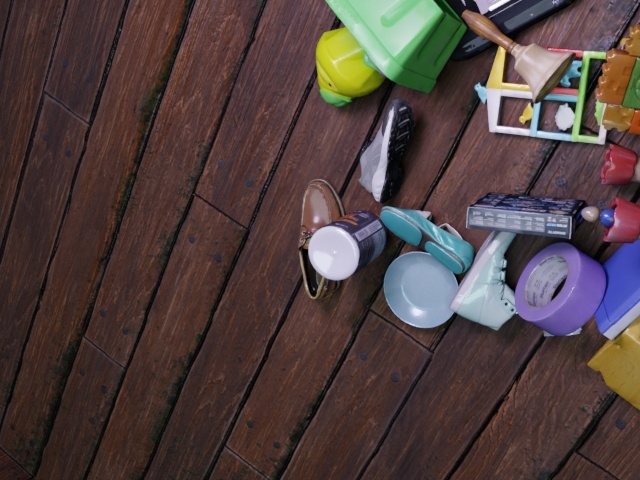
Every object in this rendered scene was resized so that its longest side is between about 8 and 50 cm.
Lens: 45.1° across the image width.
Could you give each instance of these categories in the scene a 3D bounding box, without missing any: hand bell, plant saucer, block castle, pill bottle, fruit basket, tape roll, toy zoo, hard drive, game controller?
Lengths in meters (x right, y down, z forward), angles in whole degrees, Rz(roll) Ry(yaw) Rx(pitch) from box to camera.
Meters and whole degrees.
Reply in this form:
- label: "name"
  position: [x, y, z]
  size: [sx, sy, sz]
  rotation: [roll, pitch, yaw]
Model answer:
- label: "hand bell"
  position: [0.394, -0.407, 1.603]
  size: [0.242, 0.126, 0.126]
  rotation: [42, 118, 16]
- label: "plant saucer"
  position: [0.252, 0.118, 1.897]
  size: [0.194, 0.037, 0.195]
  rotation: [8, 107, 27]
- label: "block castle"
  position: [0.620, -0.241, 1.399]
  size: [0.212, 0.303, 0.454]
  rotation: [11, 127, 10]
- label: "pill bottle"
  position: [0.079, 0.002, 1.836]
  size: [0.130, 0.245, 0.131]
  rotation: [7, 107, 24]
- label: "fruit basket"
  position: [0.088, -0.452, 1.703]
  size: [0.391, 0.283, 0.393]
  rotation: [1, 92, 29]
- label: "tape roll"
  position: [0.514, 0.105, 1.662]
  size: [0.080, 0.189, 0.189]
  rotation: [28, 120, -19]
- label: "toy zoo"
  position: [0.477, -0.319, 1.665]
  size: [0.293, 0.030, 0.193]
  rotation: [12, 108, 24]
- label: "hard drive"
  position: [0.672, 0.032, 1.555]
  size: [0.040, 0.210, 0.319]
  rotation: [33, 118, -7]
- label: "game controller"
  position: [0.386, -0.520, 1.653]
  size: [0.319, 0.067, 0.167]
  rotation: [-24, 77, 30]

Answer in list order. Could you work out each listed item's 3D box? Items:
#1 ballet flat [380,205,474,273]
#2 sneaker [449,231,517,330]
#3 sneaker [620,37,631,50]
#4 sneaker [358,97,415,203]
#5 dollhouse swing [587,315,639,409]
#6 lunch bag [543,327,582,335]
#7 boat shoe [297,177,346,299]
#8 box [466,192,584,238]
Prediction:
- label: "ballet flat"
  position: [0.259, -0.018, 1.833]
  size: [0.247, 0.087, 0.083]
  rotation: [36, 148, 12]
- label: "sneaker"
  position: [0.422, 0.084, 1.776]
  size: [0.151, 0.094, 0.256]
  rotation: [29, 109, 5]
- label: "sneaker"
  position: [0.682, -0.431, 1.496]
  size: [0.093, 0.088, 0.225]
  rotation: [50, 119, 9]
- label: "sneaker"
  position: [0.143, -0.214, 1.804]
  size: [0.108, 0.100, 0.272]
  rotation: [36, 136, 26]
- label: "dollhouse swing"
  position: [0.823, 0.218, 1.611]
  size: [0.346, 0.305, 0.315]
  rotation: [36, 158, 14]
- label: "lunch bag"
  position: [0.548, 0.178, 1.749]
  size: [0.083, 0.053, 0.071]
  rotation: [-9, 97, 39]
- label: "boat shoe"
  position: [0.000, 0.000, 1.958]
  size: [0.110, 0.104, 0.308]
  rotation: [-1, 103, 28]
- label: "box"
  position: [0.446, -0.058, 1.668]
  size: [0.220, 0.175, 0.051]
  rotation: [7, 107, 25]
